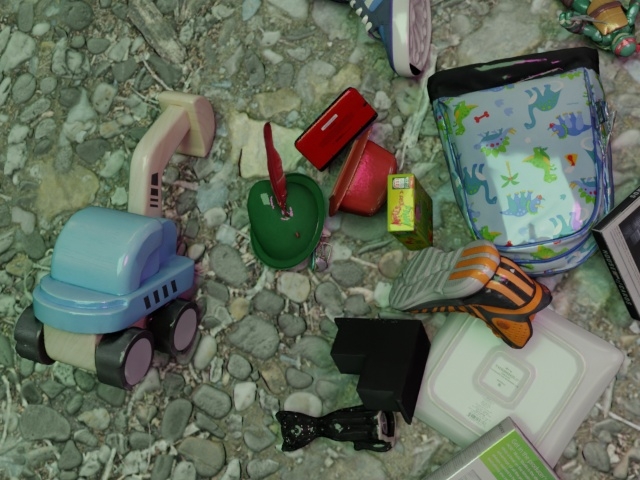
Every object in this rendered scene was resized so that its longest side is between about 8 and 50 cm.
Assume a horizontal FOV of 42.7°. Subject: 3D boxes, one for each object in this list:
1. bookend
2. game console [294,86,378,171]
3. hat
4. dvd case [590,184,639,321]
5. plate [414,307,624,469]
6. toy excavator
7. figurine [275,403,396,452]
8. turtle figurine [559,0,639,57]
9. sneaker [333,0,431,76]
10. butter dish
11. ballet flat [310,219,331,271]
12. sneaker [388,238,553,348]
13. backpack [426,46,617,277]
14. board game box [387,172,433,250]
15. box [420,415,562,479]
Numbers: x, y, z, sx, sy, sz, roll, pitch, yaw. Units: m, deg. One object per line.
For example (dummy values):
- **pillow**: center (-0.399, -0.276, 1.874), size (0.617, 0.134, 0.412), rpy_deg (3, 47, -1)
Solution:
- **bookend**: center (0.084, 0.210, 1.341), size (0.156, 0.072, 0.157), rpy_deg (-1, 47, 25)
- **game console**: center (0.022, -0.200, 1.447), size (0.144, 0.124, 0.085), rpy_deg (-45, 42, 5)
- **hat**: center (-0.108, -0.067, 1.422), size (0.173, 0.184, 0.208), rpy_deg (-6, 74, 33)
- **dvd case**: center (0.522, -0.019, 1.224), size (0.239, 0.030, 0.179), rpy_deg (-39, 115, -13)
- **plate**: center (0.301, 0.224, 1.334), size (0.277, 0.045, 0.278), rpy_deg (33, 90, 19)
- **toy excavator**: center (-0.326, -0.021, 1.463), size (0.223, 0.433, 0.444), rpy_deg (14, 112, 19)
- **figurine**: center (0.022, 0.384, 1.376), size (0.210, 0.092, 0.214), rpy_deg (-8, 78, 24)
- **turtle figurine**: center (0.472, -0.381, 1.360), size (0.175, 0.118, 0.234), rpy_deg (-21, 58, -3)
- **sneaker**: center (0.070, -0.441, 1.502), size (0.236, 0.130, 0.322), rpy_deg (-4, 83, 26)
- **butter dish**: center (0.089, -0.099, 1.423), size (0.118, 0.160, 0.159), rpy_deg (24, 86, -4)
- **ballet flat**: center (0.000, 0.000, 1.478), size (0.041, 0.041, 0.114), rpy_deg (-6, 78, 16)
- **sneaker**: center (0.236, 0.100, 1.289), size (0.180, 0.321, 0.124), rpy_deg (35, 76, -14)
- **backpack**: center (0.330, -0.115, 1.303), size (0.290, 0.273, 0.355), rpy_deg (-7, 95, 11)
- **board game box**: center (0.151, -0.043, 1.358), size (0.043, 0.181, 0.092), rpy_deg (-2, 79, 17)
- **box**: center (0.236, 0.453, 1.256), size (0.322, 0.058, 0.232), rpy_deg (-38, 98, 8)
